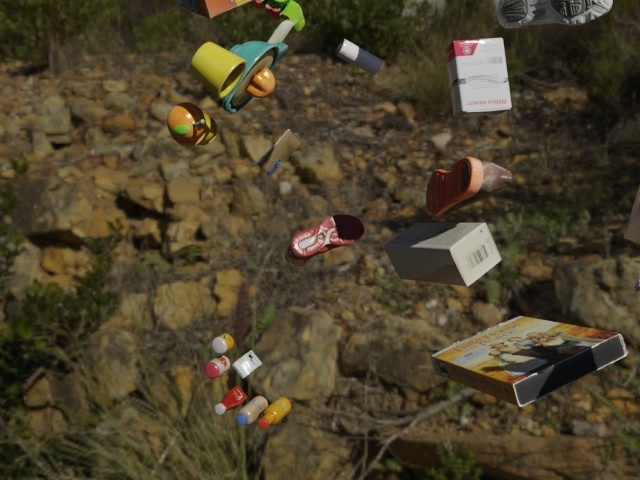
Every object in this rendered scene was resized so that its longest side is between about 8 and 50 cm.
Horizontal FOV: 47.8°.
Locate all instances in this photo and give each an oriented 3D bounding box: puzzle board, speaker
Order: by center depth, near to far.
[{"bbox_3d":[-0.114,-0.238,1.964,0.011,0.128,0.096,43,0,22],"label":"puzzle board"},{"bbox_3d":[0.115,-0.549,2.163,0.136,0.055,0.055,24,-2,-19],"label":"speaker"}]

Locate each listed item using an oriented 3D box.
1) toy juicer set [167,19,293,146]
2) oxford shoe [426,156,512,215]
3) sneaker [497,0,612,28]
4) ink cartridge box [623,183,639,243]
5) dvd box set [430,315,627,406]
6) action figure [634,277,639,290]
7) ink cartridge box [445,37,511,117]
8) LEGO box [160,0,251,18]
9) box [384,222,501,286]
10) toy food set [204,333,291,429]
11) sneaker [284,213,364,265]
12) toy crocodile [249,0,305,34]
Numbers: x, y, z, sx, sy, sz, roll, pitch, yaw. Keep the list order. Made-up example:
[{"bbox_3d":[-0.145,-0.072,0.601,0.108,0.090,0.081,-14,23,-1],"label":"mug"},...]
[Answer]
[{"bbox_3d":[-0.133,-0.241,1.189,0.089,0.209,0.329,37,30,2],"label":"toy juicer set"},{"bbox_3d":[0.386,-0.132,1.950,0.133,0.130,0.364,4,-6,-13],"label":"oxford shoe"},{"bbox_3d":[0.482,-0.480,1.456,0.232,0.090,0.115,13,23,42],"label":"sneaker"},{"bbox_3d":[0.780,-0.111,1.682,0.056,0.181,0.224,20,-15,13],"label":"ink cartridge box"},{"bbox_3d":[0.502,0.288,1.808,0.308,0.062,0.420,-20,6,-15],"label":"dvd box set"},{"bbox_3d":[0.732,0.117,1.244,0.248,0.370,0.275,21,-37,-7],"label":"action figure"},{"bbox_3d":[0.326,-0.335,1.495,0.109,0.150,0.063,-6,-3,-10],"label":"ink cartridge box"},{"bbox_3d":[-0.129,-0.678,1.528,0.500,0.193,0.372,-31,38,-20],"label":"LEGO box"},{"bbox_3d":[0.335,0.033,2.027,0.148,0.121,0.311,-34,16,-23],"label":"box"},{"bbox_3d":[-0.184,0.323,1.594,0.111,0.232,0.104,-43,-7,25],"label":"toy food set"},{"bbox_3d":[0.000,0.000,1.899,0.221,0.087,0.128,-14,-11,-28],"label":"sneaker"},{"bbox_3d":[-0.181,-0.733,2.122,0.340,0.105,0.115,37,-8,4],"label":"toy crocodile"}]
